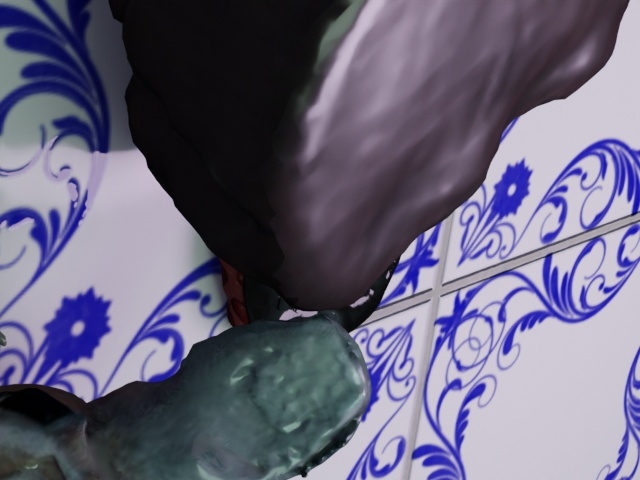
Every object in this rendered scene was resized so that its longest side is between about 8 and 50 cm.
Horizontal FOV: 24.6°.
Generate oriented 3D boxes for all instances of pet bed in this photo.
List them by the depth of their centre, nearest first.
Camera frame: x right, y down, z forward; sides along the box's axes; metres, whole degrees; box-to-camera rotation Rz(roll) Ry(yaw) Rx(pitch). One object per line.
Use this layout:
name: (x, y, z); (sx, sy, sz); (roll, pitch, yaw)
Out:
pet bed: (0.000, 0.000, 1.154); (0.201, 0.053, 0.201); (-26, 129, -38)

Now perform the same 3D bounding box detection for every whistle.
whistle: (-0.128, 0.154, 0.956); (0.347, 0.189, 0.189); (-26, 136, -2)

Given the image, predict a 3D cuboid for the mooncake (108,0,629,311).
mooncake: (0.041, -0.171, 0.947); (0.381, 0.212, 0.351); (-32, 151, -38)

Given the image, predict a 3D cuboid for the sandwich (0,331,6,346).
sandwich: (-0.271, 0.051, 0.828); (0.160, 0.109, 0.185); (-51, 141, -11)
